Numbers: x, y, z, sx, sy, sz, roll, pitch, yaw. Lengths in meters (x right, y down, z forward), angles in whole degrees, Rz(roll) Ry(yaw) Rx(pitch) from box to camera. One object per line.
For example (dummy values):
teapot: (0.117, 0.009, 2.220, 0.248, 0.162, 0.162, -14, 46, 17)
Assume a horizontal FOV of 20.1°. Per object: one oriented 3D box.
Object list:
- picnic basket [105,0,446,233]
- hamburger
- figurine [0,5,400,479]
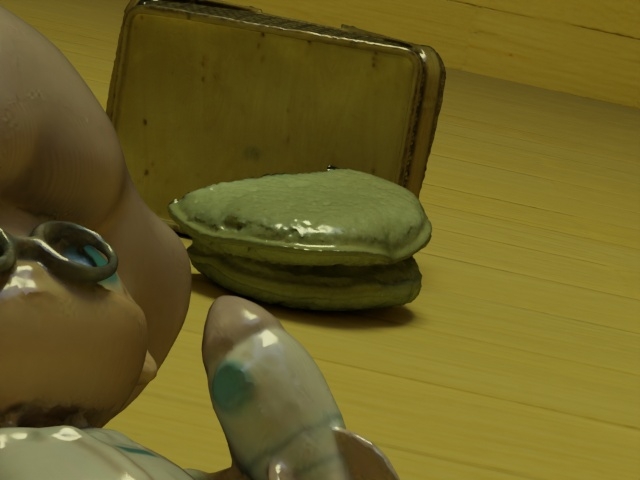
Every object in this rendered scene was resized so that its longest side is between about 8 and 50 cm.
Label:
picnic basket: (-0.024, -0.056, 0.903, 0.164, 0.115, 0.079, 13, 12, 9)
hamburger: (0.000, 0.004, 0.792, 0.121, 0.054, 0.084, 1, 19, -39)
figurine: (-0.073, 0.022, 0.367, 0.137, 0.112, 0.229, -6, 46, -39)
